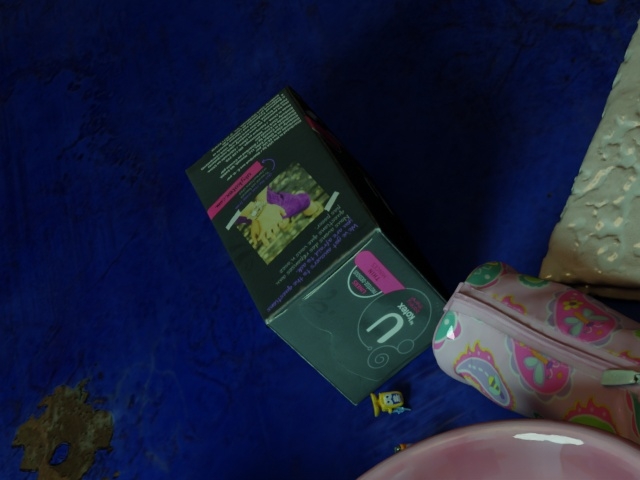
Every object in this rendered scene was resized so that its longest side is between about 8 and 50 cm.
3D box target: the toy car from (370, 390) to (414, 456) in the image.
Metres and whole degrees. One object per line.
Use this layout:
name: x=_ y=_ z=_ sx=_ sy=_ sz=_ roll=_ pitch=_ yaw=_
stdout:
toy car: x=0.079 y=0.173 z=1.487 sx=0.041 sy=0.060 sz=0.122 roll=-9 pitch=51 yaw=-7

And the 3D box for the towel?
towel: x=0.378 y=-0.089 z=1.455 sx=0.317 sy=0.053 sz=0.332 roll=4 pitch=59 yaw=42

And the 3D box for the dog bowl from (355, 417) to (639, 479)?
dog bowl: x=0.138 y=0.302 z=1.175 sx=0.408 sy=0.150 sz=0.408 roll=-13 pitch=42 yaw=12

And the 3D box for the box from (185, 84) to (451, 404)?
box: x=0.000 y=0.000 z=1.609 sx=0.143 sy=0.165 sz=0.270 roll=-39 pitch=41 yaw=7

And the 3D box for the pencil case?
pencil case: x=0.224 y=0.108 z=1.368 sx=0.284 sy=0.124 sz=0.124 roll=25 pitch=75 yaw=49
